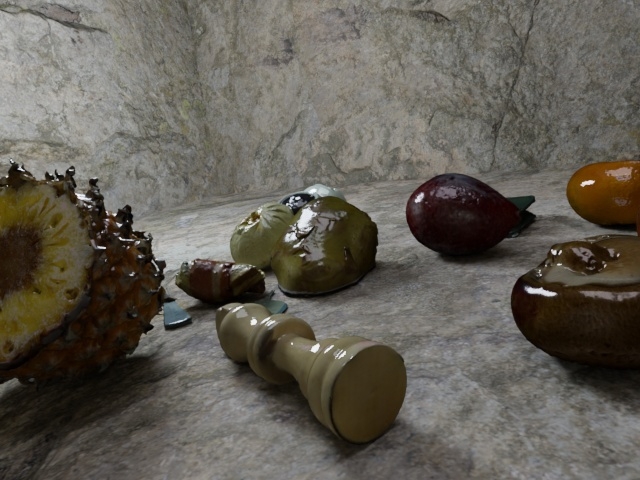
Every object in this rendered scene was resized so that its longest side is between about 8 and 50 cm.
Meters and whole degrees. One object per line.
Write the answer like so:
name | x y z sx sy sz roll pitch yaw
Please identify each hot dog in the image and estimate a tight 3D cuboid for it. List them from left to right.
hot dog | -0.231 0.097 1.073 0.213 0.103 0.146 4 -6 11

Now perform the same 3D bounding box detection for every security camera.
security camera | -0.043 -0.067 1.476 0.195 0.194 0.236 3 22 41

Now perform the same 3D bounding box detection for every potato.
potato | 0.000 0.000 1.133 0.246 0.196 0.300 -2 16 31

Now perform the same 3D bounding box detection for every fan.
fan | -0.346 0.149 1.078 0.057 0.023 0.282 -15 16 -20
fan | -0.122 0.140 1.006 0.113 0.005 0.175 -7 14 9

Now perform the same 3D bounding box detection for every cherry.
cherry | 0.350 -0.065 1.171 0.300 0.203 0.230 13 16 38

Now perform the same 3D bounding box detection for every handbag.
handbag | 0.499 -0.077 1.411 0.260 0.079 0.247 1 15 38

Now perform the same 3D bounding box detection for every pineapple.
pineapple | -0.422 0.066 0.759 0.352 0.352 0.300 -7 -11 5

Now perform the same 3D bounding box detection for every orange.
orange | 0.782 -0.123 1.219 0.240 0.171 0.240 -2 8 0

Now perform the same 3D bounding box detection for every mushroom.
mushroom | 0.389 0.078 0.625 0.253 0.153 0.253 -16 16 5

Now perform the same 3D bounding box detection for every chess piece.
chess piece | -0.059 0.158 0.672 0.117 0.117 0.397 -17 14 -34

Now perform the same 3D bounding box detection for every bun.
bun | -0.172 -0.025 1.306 0.222 0.127 0.222 -17 50 22

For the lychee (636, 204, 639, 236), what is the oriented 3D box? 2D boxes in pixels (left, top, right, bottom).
lychee | 0.633 -0.021 0.741 0.300 0.255 0.255 -35 11 7
